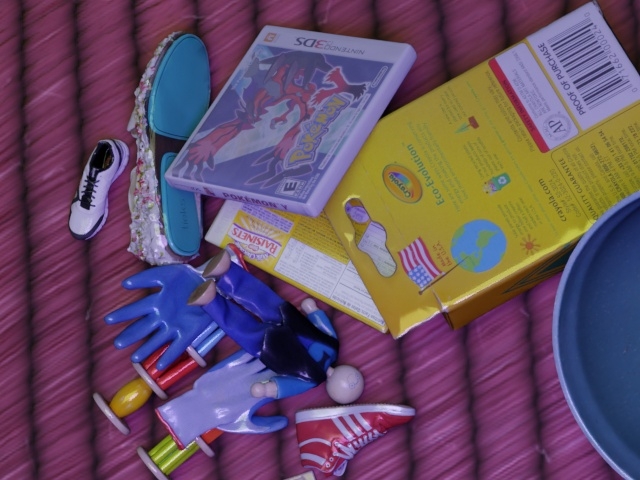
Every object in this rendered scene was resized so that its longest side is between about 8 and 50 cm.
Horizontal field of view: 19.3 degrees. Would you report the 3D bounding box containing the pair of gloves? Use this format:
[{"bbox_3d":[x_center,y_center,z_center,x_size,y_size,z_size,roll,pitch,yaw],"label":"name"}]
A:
[{"bbox_3d":[-0.105,0.105,1.789,0.159,0.023,0.198,-29,86,-22],"label":"pair of gloves"}]

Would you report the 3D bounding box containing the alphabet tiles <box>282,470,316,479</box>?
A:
[{"bbox_3d":[-0.050,0.338,1.789,0.237,0.009,0.198,-20,77,9],"label":"alphabet tiles"}]

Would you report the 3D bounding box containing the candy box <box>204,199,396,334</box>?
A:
[{"bbox_3d":[0.000,0.000,1.826,0.206,0.027,0.105,28,87,15],"label":"candy box"}]

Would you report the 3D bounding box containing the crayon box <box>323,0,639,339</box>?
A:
[{"bbox_3d":[0.166,-0.058,1.754,0.318,0.081,0.202,-28,70,1],"label":"crayon box"}]

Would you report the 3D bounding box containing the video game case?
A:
[{"bbox_3d":[-0.029,-0.118,1.786,0.183,0.023,0.201,12,60,37],"label":"video game case"}]

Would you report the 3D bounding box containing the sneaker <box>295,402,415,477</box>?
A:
[{"bbox_3d":[0.034,0.189,1.778,0.118,0.042,0.067,-7,75,19],"label":"sneaker"}]

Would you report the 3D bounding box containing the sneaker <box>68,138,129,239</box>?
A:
[{"bbox_3d":[-0.228,-0.054,1.878,0.040,0.044,0.109,19,86,13],"label":"sneaker"}]

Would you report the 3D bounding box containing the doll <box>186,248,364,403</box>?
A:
[{"bbox_3d":[-0.038,0.095,1.775,0.189,0.046,0.129,37,51,-15],"label":"doll"}]

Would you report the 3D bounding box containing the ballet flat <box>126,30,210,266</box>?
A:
[{"bbox_3d":[-0.159,-0.088,1.853,0.077,0.091,0.241,-11,71,43],"label":"ballet flat"}]

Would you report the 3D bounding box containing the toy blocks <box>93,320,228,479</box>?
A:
[{"bbox_3d":[-0.127,0.147,1.815,0.148,0.054,0.123,-41,77,-3],"label":"toy blocks"}]

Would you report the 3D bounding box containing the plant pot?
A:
[{"bbox_3d":[0.373,0.073,1.619,0.293,0.196,0.293,7,105,30],"label":"plant pot"}]
